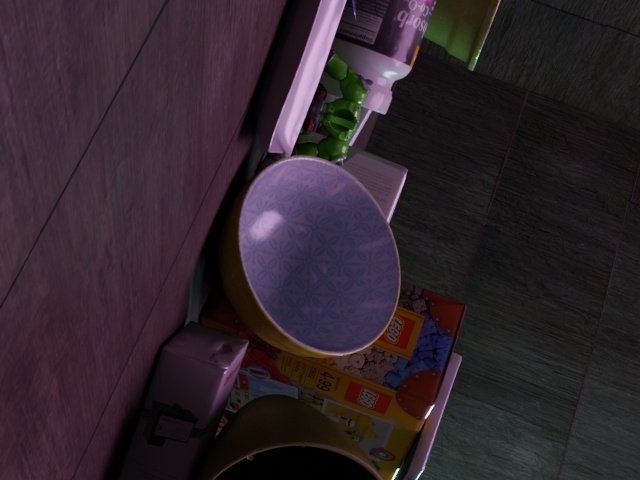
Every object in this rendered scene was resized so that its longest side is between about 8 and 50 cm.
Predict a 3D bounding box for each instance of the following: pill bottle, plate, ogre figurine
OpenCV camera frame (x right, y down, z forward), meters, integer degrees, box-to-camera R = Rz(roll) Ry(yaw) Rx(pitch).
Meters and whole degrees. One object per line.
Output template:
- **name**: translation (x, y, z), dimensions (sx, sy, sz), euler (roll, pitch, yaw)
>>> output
- **pill bottle**: translation (0.091, -0.354, 1.886), dimensions (0.162, 0.162, 0.278), euler (-43, 152, -82)
- **plate**: translation (-0.027, -0.253, 1.605), dimensions (0.277, 0.045, 0.278), euler (-26, 136, -84)
- **ogre figurine**: translation (0.002, -0.194, 1.788), dimensions (0.097, 0.118, 0.197), euler (79, 32, -83)

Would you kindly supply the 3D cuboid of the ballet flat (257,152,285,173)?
- **ballet flat**: translation (-0.082, -0.088, 1.764), dimensions (0.041, 0.041, 0.114), euler (11, 98, -86)

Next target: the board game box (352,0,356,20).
- **board game box**: translation (0.056, -0.392, 1.628), dimensions (0.168, 0.033, 0.133), euler (-91, 174, -46)

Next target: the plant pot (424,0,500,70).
- **plant pot**: translation (0.194, -0.466, 2.054), dimensions (0.276, 0.254, 0.276), euler (19, 90, -87)

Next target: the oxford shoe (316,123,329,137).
- **oxford shoe**: translation (-0.005, -0.162, 2.437), dimensions (0.076, 0.076, 0.212), euler (12, -97, 63)

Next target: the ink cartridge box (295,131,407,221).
- **ink cartridge box**: translation (0.000, 0.000, 2.123), dimensions (0.119, 0.207, 0.353), euler (-62, 174, -81)

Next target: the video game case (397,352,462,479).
- **video game case**: translation (0.171, 0.299, 1.878), dimensions (0.183, 0.023, 0.201), euler (102, 10, -64)

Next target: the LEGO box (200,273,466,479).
- **LEGO box**: translation (-0.009, 0.230, 1.963), dimensions (0.500, 0.373, 0.193), euler (104, 8, -58)

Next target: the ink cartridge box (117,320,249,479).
- **ink cartridge box**: translation (-0.183, 0.233, 1.566), dimensions (0.160, 0.093, 0.219), euler (-53, 163, -79)

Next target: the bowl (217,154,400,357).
- **bowl**: translation (-0.043, 0.039, 1.666), dimensions (0.156, 0.289, 0.289), euler (-24, -145, 47)

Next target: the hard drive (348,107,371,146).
- **hard drive**: translation (0.016, -0.150, 2.278), dimensions (0.307, 0.040, 0.203), euler (-59, -177, 4)

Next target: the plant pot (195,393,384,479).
- **plant pot**: translation (-0.050, 0.330, 1.572), dimensions (0.293, 0.275, 0.274), euler (-112, -140, -72)
